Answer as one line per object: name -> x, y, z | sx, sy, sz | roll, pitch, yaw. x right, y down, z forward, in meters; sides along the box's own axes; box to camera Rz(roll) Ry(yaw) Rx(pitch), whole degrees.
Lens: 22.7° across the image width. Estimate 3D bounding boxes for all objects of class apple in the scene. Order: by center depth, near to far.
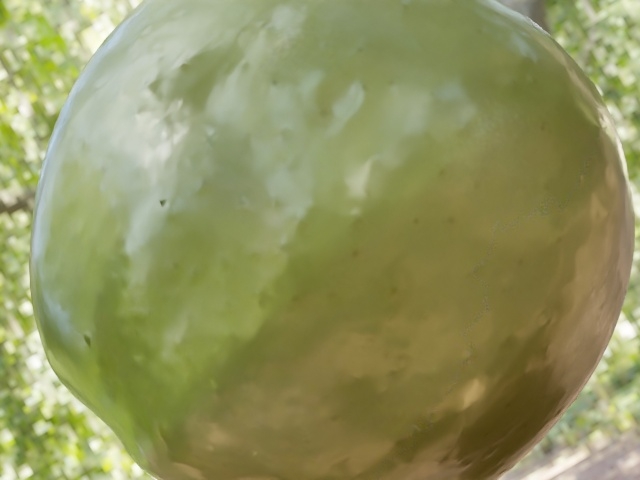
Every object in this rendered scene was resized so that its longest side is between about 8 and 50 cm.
apple -> 0.000, 0.000, 1.211 | 0.473, 0.473, 0.473 | -30, -4, -3
